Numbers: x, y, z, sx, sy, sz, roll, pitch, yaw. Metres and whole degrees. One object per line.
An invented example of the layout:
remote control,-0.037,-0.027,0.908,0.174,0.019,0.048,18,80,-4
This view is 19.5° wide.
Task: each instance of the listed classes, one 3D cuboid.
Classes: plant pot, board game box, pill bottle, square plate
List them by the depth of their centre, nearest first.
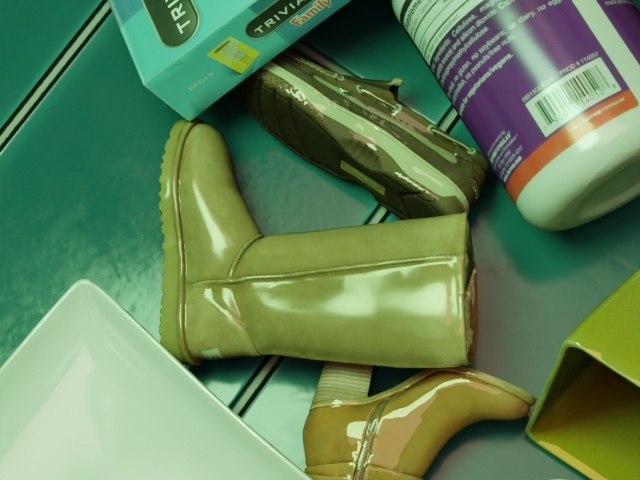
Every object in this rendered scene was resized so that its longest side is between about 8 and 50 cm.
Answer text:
plant pot,0.321,0.112,1.533,0.212,0.212,0.187,33,66,12
square plate,-0.191,0.269,1.579,0.344,0.049,0.347,41,86,14
pill bottle,0.183,-0.181,1.633,0.182,0.181,0.323,-29,73,-5
board game box,-0.044,-0.304,1.642,0.336,0.079,0.253,-35,53,13

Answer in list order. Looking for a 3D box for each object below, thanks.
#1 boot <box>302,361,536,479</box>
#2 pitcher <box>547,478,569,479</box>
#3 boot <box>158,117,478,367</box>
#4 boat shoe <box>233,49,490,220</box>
boot,0.081,0.183,1.591,0.197,0.073,0.152,4,72,18
pitcher,0.147,0.286,1.539,0.207,0.125,0.177,-14,41,-1
boot,0.000,0.000,1.613,0.270,0.089,0.236,-4,80,17
boat shoe,0.038,-0.108,1.677,0.257,0.095,0.095,37,65,7
